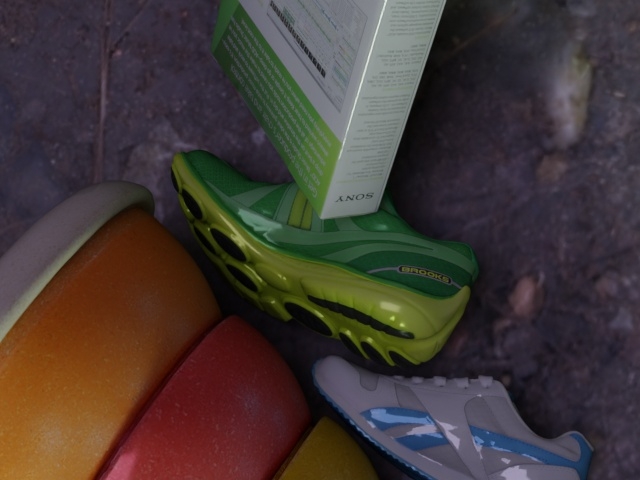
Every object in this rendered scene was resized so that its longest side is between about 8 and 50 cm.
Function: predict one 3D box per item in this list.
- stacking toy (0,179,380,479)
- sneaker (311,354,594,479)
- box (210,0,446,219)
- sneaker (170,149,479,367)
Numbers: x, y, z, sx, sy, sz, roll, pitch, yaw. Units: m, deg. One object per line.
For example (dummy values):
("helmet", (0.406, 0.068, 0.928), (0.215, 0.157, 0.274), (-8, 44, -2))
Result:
("stacking toy", (-0.071, 0.213, 1.111), (0.480, 0.350, 0.351), (34, 98, 3))
("sneaker", (0.097, 0.141, 1.126), (0.228, 0.087, 0.092), (28, 80, 21))
("box", (0.011, -0.210, 1.080), (0.232, 0.058, 0.322), (57, 141, 41))
("sneaker", (0.000, 0.000, 1.178), (0.295, 0.109, 0.123), (29, 59, 32))
